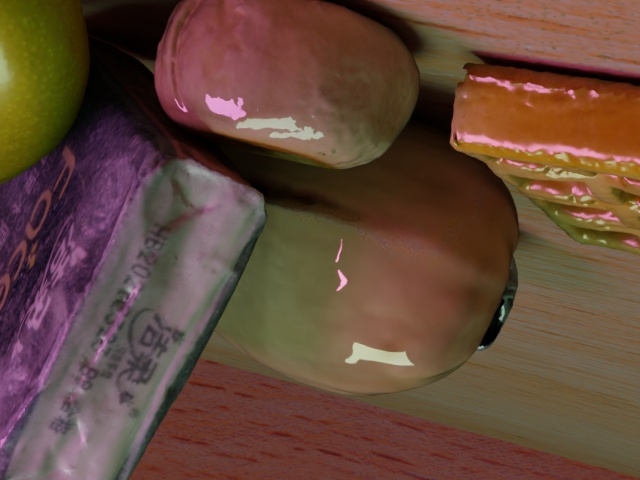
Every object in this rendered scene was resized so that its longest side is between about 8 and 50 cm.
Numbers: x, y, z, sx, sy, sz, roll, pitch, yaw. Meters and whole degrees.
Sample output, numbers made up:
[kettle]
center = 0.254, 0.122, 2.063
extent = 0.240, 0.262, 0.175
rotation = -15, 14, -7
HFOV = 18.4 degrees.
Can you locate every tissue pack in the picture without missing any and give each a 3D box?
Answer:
[tissue pack]
center = -0.155, 0.007, 1.283
extent = 0.103, 0.228, 0.316
rotation = 22, -169, -25

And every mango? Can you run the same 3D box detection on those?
[mango]
center = -0.219, -0.122, 1.194
extent = 0.175, 0.143, 0.293
rotation = 49, 155, -2

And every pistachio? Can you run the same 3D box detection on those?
[pistachio]
center = 0.000, 0.000, 1.356
extent = 0.318, 0.193, 0.214
rotation = 13, 166, 39

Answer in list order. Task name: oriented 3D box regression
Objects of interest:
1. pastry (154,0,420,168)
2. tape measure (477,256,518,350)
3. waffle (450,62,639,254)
[pastry]
center = -0.020, -0.094, 1.167
extent = 0.156, 0.092, 0.156
rotation = 17, 179, 0
[tape measure]
center = 0.070, 0.026, 1.652
extent = 0.182, 0.107, 0.181
rotation = 20, 167, -15
[waffle]
center = 0.222, -0.032, 1.194
extent = 0.221, 0.055, 0.248
rotation = 12, 169, 30
